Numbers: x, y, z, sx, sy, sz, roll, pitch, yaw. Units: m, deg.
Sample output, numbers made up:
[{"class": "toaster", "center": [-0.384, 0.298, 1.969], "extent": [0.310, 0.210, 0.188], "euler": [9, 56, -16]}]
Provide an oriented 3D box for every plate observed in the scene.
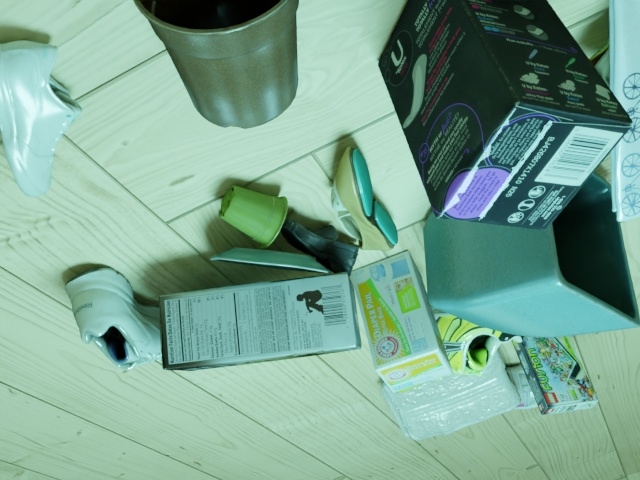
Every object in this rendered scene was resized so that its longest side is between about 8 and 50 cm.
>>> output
[{"class": "plate", "center": [-0.075, 0.030, 1.068], "extent": [0.188, 0.024, 0.188], "euler": [6, 175, 1]}]

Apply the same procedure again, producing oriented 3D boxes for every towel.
[{"class": "towel", "center": [0.290, 0.341, 1.556], "extent": [0.282, 0.049, 0.187], "euler": [-24, 111, 11]}]

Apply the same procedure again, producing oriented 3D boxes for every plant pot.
[{"class": "plant pot", "center": [-0.102, -0.041, 1.001], "extent": [0.079, 0.083, 0.083], "euler": [24, 130, -23]}, {"class": "plant pot", "center": [0.300, 0.021, 1.074], "extent": [0.247, 0.248, 0.252], "euler": [24, 145, -39]}, {"class": "plant pot", "center": [-0.091, -0.214, 0.720], "extent": [0.167, 0.167, 0.165], "euler": [-12, 149, -2]}]

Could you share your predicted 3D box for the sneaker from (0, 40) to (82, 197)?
[{"class": "sneaker", "center": [-0.327, -0.136, 0.814], "extent": [0.094, 0.080, 0.212], "euler": [-14, 143, -19]}]

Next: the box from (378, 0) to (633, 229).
[{"class": "box", "center": [0.185, -0.166, 0.763], "extent": [0.143, 0.270, 0.165], "euler": [5, 139, -22]}]

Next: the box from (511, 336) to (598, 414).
[{"class": "box", "center": [0.478, 0.255, 1.436], "extent": [0.114, 0.207, 0.036], "euler": [-5, 142, -11]}]

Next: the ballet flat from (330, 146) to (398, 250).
[{"class": "ballet flat", "center": [0.054, -0.049, 1.035], "extent": [0.073, 0.080, 0.232], "euler": [-9, 143, 19]}]

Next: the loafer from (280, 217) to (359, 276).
[{"class": "loafer", "center": [0.000, 0.000, 1.103], "extent": [0.170, 0.062, 0.061], "euler": [36, 82, -46]}]

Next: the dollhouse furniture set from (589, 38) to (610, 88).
[{"class": "dollhouse furniture set", "center": [0.479, -0.222, 0.954], "extent": [0.301, 0.151, 0.197], "euler": [33, 104, -23]}]

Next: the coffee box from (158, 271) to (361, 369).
[{"class": "coffee box", "center": [-0.090, 0.135, 1.111], "extent": [0.297, 0.119, 0.168], "euler": [-8, 169, 5]}]

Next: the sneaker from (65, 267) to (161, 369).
[{"class": "sneaker", "center": [-0.306, 0.163, 1.148], "extent": [0.111, 0.129, 0.297], "euler": [-30, 141, 17]}]

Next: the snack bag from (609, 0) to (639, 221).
[{"class": "snack bag", "center": [0.521, -0.208, 0.864], "extent": [0.342, 0.037, 0.323], "euler": [-15, 115, -5]}]

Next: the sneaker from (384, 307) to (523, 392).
[{"class": "sneaker", "center": [0.244, 0.214, 1.364], "extent": [0.145, 0.147, 0.385], "euler": [8, 138, -28]}]

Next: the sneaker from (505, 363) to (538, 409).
[{"class": "sneaker", "center": [0.431, 0.352, 1.631], "extent": [0.252, 0.103, 0.111], "euler": [-29, 142, 18]}]

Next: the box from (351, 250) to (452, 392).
[{"class": "box", "center": [0.138, 0.140, 1.190], "extent": [0.114, 0.203, 0.103], "euler": [-22, 142, 11]}]
